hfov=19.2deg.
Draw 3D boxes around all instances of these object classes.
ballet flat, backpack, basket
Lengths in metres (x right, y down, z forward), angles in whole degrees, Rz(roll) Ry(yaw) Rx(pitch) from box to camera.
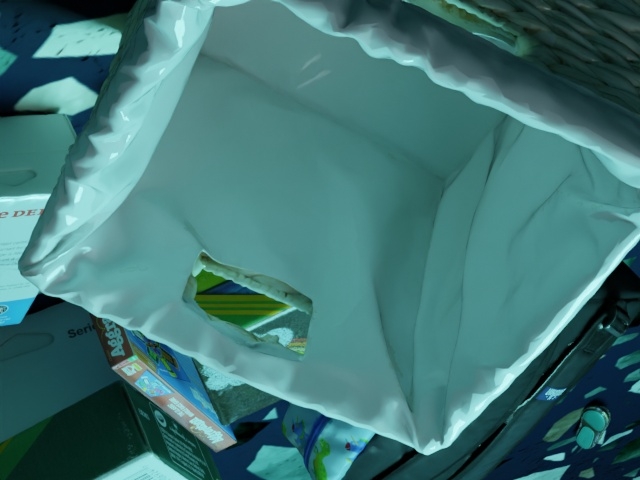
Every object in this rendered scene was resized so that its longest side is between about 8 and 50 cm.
[{"bbox_3d":[0.382,0.250,2.623,0.041,0.041,0.114,-18,154,-16],"label":"ballet flat"},{"bbox_3d":[0.116,0.134,1.941,0.290,0.273,0.355,-1,124,-46],"label":"backpack"},{"bbox_3d":[0.026,-0.091,1.243,0.328,0.266,0.331,24,137,-12],"label":"basket"}]

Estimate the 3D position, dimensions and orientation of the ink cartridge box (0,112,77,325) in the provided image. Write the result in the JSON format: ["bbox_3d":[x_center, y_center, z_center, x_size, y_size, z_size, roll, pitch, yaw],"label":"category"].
[{"bbox_3d":[-0.275,-0.009,1.464,0.139,0.082,0.191,-5,147,-35],"label":"ink cartridge box"}]

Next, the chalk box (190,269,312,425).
[{"bbox_3d":[0.000,0.000,1.626,0.289,0.179,0.180,-25,154,-4],"label":"chalk box"}]

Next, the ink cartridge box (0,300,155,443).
[{"bbox_3d":[-0.263,0.184,1.803,0.201,0.117,0.278,-20,153,-12],"label":"ink cartridge box"}]

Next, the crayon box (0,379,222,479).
[{"bbox_3d":[-0.266,0.258,1.709,0.323,0.083,0.203,-29,153,6],"label":"crayon box"}]

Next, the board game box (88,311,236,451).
[{"bbox_3d":[-0.152,0.089,1.691,0.027,0.145,0.281,-28,154,4],"label":"board game box"}]
